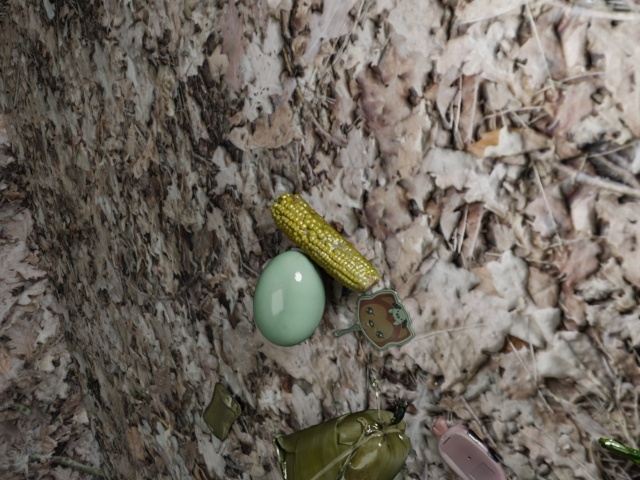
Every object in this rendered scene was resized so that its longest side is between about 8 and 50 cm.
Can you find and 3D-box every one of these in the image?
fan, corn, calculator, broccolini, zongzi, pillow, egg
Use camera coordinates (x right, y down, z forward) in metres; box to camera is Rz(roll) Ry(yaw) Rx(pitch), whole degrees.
[{"bbox_3d":[0.109,0.189,0.962,0.220,0.009,0.132,-26,82,40],"label":"fan"},{"bbox_3d":[0.000,0.000,0.959,0.320,0.097,0.097,43,123,22],"label":"corn"},{"bbox_3d":[0.292,0.430,0.855,0.166,0.024,0.103,41,123,25],"label":"calculator"},{"bbox_3d":[0.521,0.351,0.626,0.201,0.058,0.074,8,98,37],"label":"broccolini"},{"bbox_3d":[0.089,0.550,0.898,0.447,0.181,0.418,-39,47,37],"label":"zongzi"},{"bbox_3d":[-0.325,0.562,1.388,0.130,0.033,0.217,40,122,23],"label":"pillow"},{"bbox_3d":[-0.072,0.135,0.996,0.168,0.168,0.231,18,107,36],"label":"egg"}]
